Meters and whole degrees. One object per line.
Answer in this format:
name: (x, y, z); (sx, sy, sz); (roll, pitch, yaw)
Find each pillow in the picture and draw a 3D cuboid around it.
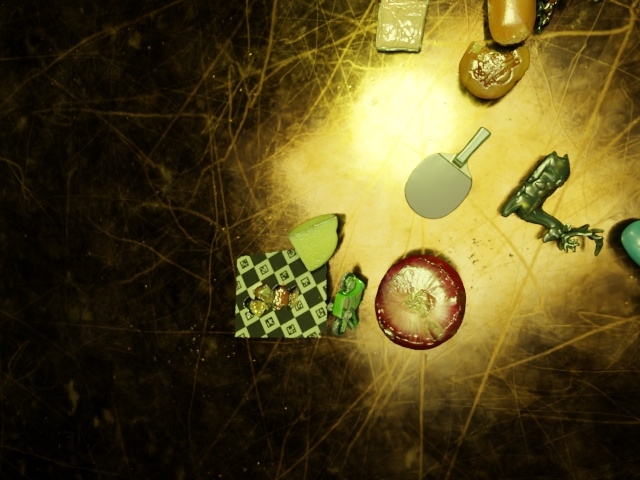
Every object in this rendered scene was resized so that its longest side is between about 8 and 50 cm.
pillow: (0.212, -0.604, 1.084); (0.126, 0.043, 0.233); (7, 96, 9)

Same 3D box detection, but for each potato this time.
potato: (0.000, 0.000, 1.204); (0.149, 0.081, 0.120); (-24, 108, 9)

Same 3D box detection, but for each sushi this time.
sushi: (-0.109, 0.159, 1.255); (0.289, 0.050, 0.264); (-6, 74, 17)

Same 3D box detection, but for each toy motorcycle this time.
toy motorcycle: (0.076, 0.173, 1.181); (0.074, 0.106, 0.190); (19, 107, 37)

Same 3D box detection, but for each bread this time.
bread: (0.413, -0.405, 1.026); (0.156, 0.086, 0.125); (15, 105, 16)

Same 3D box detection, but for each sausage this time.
sausage: (0.443, -0.598, 0.990); (0.105, 0.105, 0.275); (-3, 96, 16)

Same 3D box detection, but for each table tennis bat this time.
table tennis bat: (0.337, -0.178, 1.110); (0.154, 0.021, 0.274); (41, 107, 7)

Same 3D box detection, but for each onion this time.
onion: (0.255, 0.159, 1.099); (0.247, 0.161, 0.248); (0, 87, 9)

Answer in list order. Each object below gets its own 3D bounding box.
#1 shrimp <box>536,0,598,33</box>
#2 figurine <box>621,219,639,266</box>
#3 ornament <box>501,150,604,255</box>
shrimp: (0.595, -0.617, 0.969); (0.178, 0.075, 0.290); (13, 87, 11)
figurine: (0.876, 0.101, 0.910); (0.416, 0.243, 0.298); (15, 144, 16)
ornament: (0.595, -0.076, 1.023); (0.236, 0.080, 0.202); (38, 107, 11)
